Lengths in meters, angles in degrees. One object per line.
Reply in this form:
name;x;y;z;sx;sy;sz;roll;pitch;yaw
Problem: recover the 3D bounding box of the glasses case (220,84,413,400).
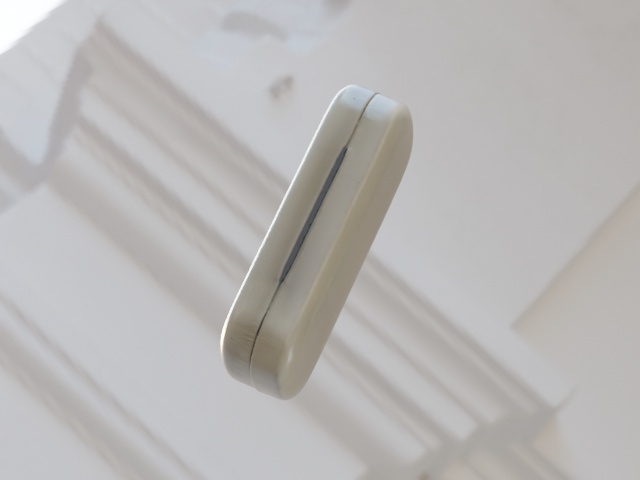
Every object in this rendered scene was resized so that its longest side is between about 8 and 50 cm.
glasses case;0.000;0.000;1.048;0.050;0.196;0.083;20;-20;16
